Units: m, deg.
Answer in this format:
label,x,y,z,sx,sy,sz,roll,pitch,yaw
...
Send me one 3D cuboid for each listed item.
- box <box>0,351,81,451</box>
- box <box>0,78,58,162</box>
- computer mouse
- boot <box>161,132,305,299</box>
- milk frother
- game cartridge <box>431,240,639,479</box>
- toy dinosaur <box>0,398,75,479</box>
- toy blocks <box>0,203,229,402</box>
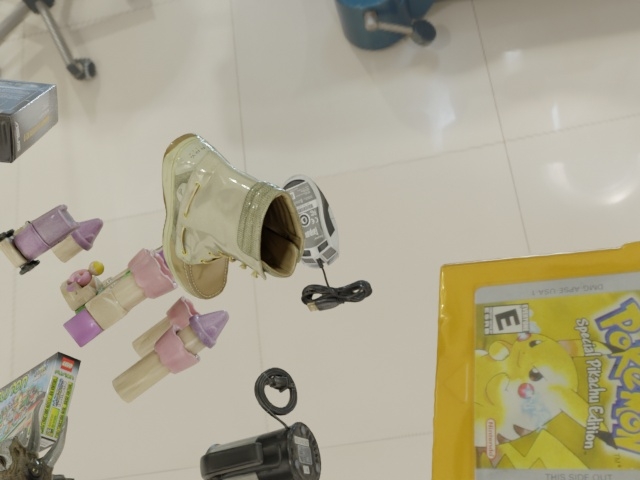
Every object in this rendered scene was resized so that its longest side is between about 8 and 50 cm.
label,x,y,z,sx,sy,sz,roll,pitch,yaw
box,-0.398,0.236,0.977,0.207,0.036,0.114,-31,42,35
box,-0.455,-0.154,0.878,0.230,0.183,0.056,5,112,-6
computer mouse,0.000,0.000,1.023,0.106,0.042,0.193,-19,85,33
boot,-0.094,0.007,0.794,0.165,0.213,0.077,30,45,32
milk frother,-0.086,0.258,0.964,0.134,0.129,0.143,-20,44,21
game cartridge,0.266,0.135,0.688,0.323,0.053,0.286,-9,58,27
toy dinosaur,-0.306,0.290,0.692,0.121,0.313,0.160,44,47,2
toy blocks,-0.265,0.031,1.134,0.260,0.288,0.309,-36,100,-1
